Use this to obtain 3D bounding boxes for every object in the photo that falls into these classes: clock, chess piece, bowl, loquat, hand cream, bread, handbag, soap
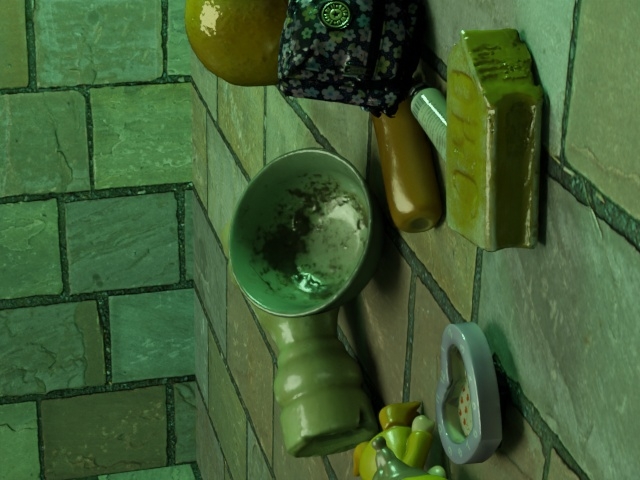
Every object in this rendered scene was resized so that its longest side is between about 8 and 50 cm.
[{"bbox_3d":[0.211,0.214,1.812,0.172,0.064,0.198,-121,29,-59],"label":"clock"},{"bbox_3d":[-0.027,0.162,2.454,0.234,0.234,0.442,116,141,-64],"label":"chess piece"},{"bbox_3d":[0.000,0.000,2.296,0.289,0.146,0.289,-9,73,32],"label":"bowl"},{"bbox_3d":[-0.103,-0.411,2.427,0.275,0.275,0.275,175,90,-76],"label":"loquat"},{"bbox_3d":[0.180,-0.137,1.863,0.234,0.050,0.080,-115,29,-42],"label":"hand cream"},{"bbox_3d":[0.123,-0.130,2.016,0.092,0.074,0.239,107,154,-67],"label":"bread"},{"bbox_3d":[0.047,-0.295,1.975,0.127,0.208,0.228,87,-168,-74],"label":"handbag"},{"bbox_3d":[0.210,-0.129,1.663,0.160,0.080,0.257,-138,45,-69],"label":"soap"}]

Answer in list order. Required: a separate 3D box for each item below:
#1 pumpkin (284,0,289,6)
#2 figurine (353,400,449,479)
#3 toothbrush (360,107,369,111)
[{"bbox_3d":[0.018,-0.452,2.142,0.238,0.159,0.238,29,128,46],"label":"pumpkin"},{"bbox_3d":[0.122,0.395,2.025,0.343,0.187,0.215,-108,31,-61],"label":"figurine"},{"bbox_3d":[0.037,-0.390,2.328,0.042,0.035,0.413,114,147,-57],"label":"toothbrush"}]
